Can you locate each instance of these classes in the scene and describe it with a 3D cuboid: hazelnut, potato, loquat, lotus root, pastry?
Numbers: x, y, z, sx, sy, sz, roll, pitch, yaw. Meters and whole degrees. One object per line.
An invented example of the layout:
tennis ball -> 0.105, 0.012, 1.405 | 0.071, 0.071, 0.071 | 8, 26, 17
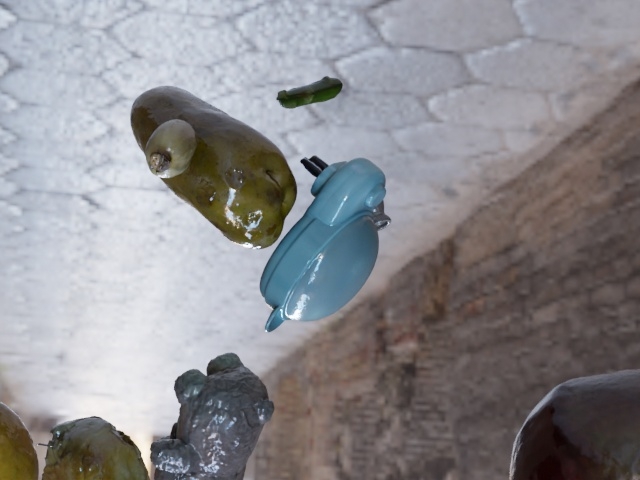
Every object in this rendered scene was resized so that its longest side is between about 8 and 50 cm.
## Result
hazelnut -> 0.490, 0.395, 1.962 | 0.353, 0.421, 0.421 | 42, -166, 33
potato -> -0.167, -0.130, 1.852 | 0.195, 0.176, 0.369 | -18, -138, -30
loquat -> -0.491, 0.315, 1.693 | 0.208, 0.208, 0.208 | 3, 170, 0
lotus root -> -0.203, -0.123, 1.663 | 0.062, 0.073, 0.150 | 26, -158, -1
pastry -> -0.233, 0.256, 1.286 | 0.153, 0.153, 0.081 | -7, -164, 45

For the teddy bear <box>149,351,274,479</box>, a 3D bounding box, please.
teddy bear -> -0.170, 0.310, 1.894 | 0.151, 0.267, 0.236 | 38, -149, 22

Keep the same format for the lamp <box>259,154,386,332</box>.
lamp -> 0.010, 0.006, 1.855 | 0.147, 0.284, 0.209 | 19, -165, 19

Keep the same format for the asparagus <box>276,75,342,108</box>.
asparagus -> -0.016, -0.161, 1.350 | 0.108, 0.025, 0.021 | -21, 158, -47

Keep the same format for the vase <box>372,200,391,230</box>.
vase -> 0.081, -0.067, 2.062 | 0.053, 0.101, 0.053 | -20, 161, -7
